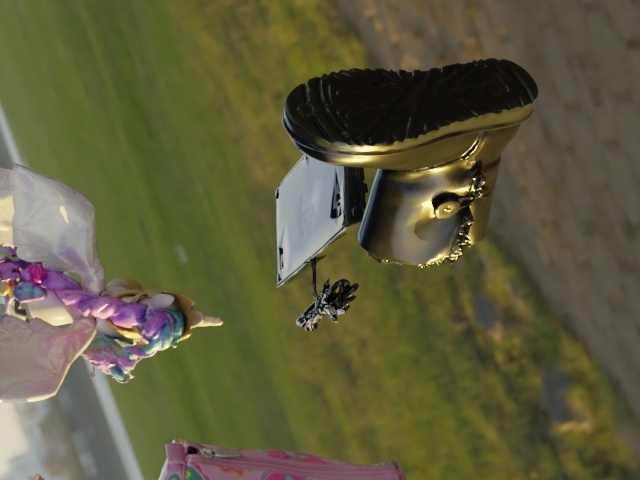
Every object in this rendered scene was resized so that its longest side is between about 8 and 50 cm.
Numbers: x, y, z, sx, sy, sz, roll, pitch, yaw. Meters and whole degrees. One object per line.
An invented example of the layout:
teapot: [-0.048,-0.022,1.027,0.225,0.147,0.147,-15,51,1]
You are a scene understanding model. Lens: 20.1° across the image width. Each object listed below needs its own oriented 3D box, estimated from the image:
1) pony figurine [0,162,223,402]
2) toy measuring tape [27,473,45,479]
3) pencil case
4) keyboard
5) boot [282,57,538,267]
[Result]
pony figurine: [-0.339,0.075,2.387,0.363,0.351,0.302,178,104,-68]
toy measuring tape: [-0.461,0.291,2.428,0.330,0.121,0.121,-3,113,39]
pencil case: [-0.044,0.287,1.996,0.124,0.284,0.124,-171,90,-75]
keyboard: [0.000,0.000,1.878,0.317,0.033,0.201,137,133,-72]
boot: [0.065,-0.055,1.614,0.094,0.246,0.207,59,147,35]
